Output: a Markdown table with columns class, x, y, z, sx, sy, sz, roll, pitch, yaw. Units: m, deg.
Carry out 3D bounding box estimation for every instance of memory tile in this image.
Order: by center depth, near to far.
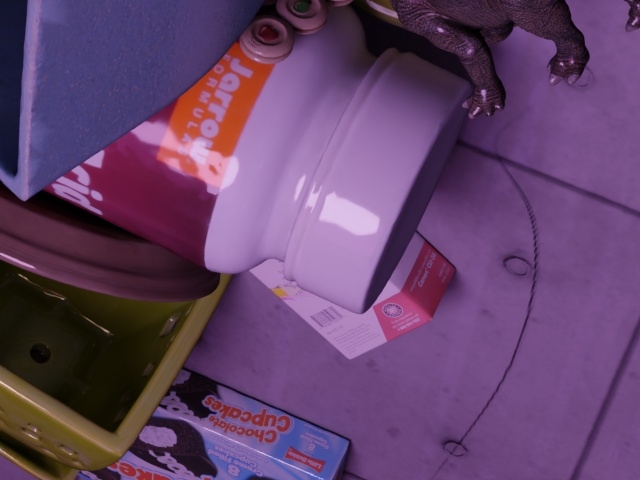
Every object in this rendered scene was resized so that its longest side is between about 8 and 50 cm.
| class | x | y | z | sx | sy | sz | roll | pitch | yaw |
| --- | --- | --- | --- | --- | --- | --- | --- | --- | --- |
| memory tile | -0.054 | -0.190 | 1.294 | 0.148 | 0.113 | 0.012 | 37 | 147 | 16 |

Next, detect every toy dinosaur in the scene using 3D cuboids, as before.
| class | x | y | z | sx | sy | sz | roll | pitch | yaw |
| --- | --- | --- | --- | --- | --- | --- | --- | --- | --- |
| toy dinosaur | 0.119 | -0.177 | 1.193 | 0.313 | 0.121 | 0.160 | -4 | 140 | 39 |

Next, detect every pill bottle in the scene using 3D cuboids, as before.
| class | x | y | z | sx | sy | sz | roll | pitch | yaw |
| --- | --- | --- | --- | --- | --- | --- | --- | --- | --- |
| pill bottle | -0.104 | -0.111 | 1.375 | 0.392 | 0.224 | 0.224 | 25 | 141 | 8 |

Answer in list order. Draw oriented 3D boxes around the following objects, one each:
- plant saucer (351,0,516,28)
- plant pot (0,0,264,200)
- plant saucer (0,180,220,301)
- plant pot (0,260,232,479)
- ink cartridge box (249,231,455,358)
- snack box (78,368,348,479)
| class | x | y | z | sx | sy | sz | roll | pitch | yaw |
| --- | --- | --- | --- | --- | --- | --- | --- | --- | --- |
| plant saucer | 0.067 | -0.229 | 1.294 | 0.241 | 0.037 | 0.241 | 17 | 139 | 15 |
| plant pot | -0.144 | -0.229 | 1.168 | 0.248 | 0.252 | 0.247 | 47 | 149 | 23 |
| plant saucer | -0.203 | -0.030 | 1.467 | 0.278 | 0.278 | 0.041 | 25 | 104 | 6 |
| plant pot | -0.245 | 0.079 | 1.686 | 0.228 | 0.227 | 0.207 | 34 | 148 | -6 |
| ink cartridge box | 0.000 | 0.000 | 1.561 | 0.198 | 0.067 | 0.115 | 42 | 139 | -17 |
| snack box | -0.138 | 0.209 | 1.881 | 0.322 | 0.060 | 0.187 | 22 | 141 | 9 |
